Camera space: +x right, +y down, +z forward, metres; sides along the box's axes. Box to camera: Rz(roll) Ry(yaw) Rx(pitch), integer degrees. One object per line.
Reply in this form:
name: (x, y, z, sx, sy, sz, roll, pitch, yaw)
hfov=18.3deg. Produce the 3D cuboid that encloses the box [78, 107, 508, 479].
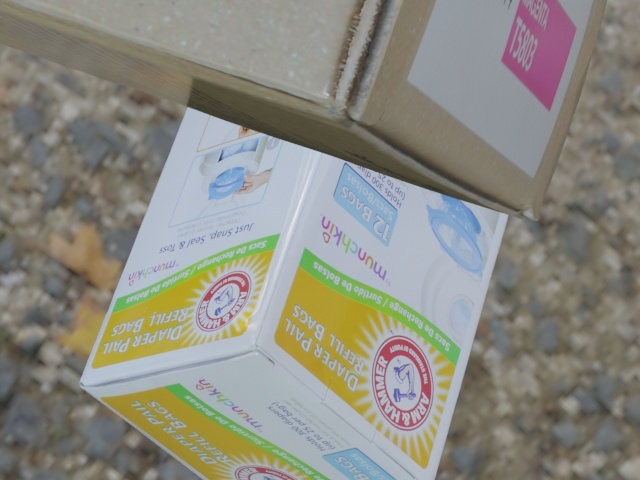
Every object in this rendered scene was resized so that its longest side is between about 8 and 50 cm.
box: (0.000, 0.000, 0.833, 0.114, 0.103, 0.203, 43, 51, -32)

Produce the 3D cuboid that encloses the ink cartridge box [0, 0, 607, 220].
ink cartridge box: (-0.039, -0.082, 0.494, 0.193, 0.088, 0.234, 19, 0, 15)
